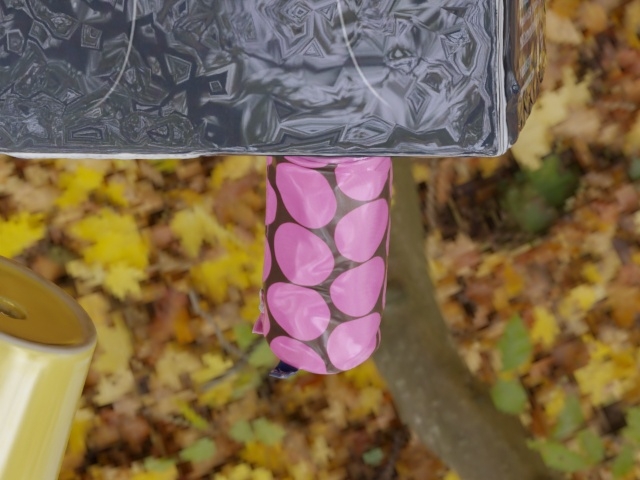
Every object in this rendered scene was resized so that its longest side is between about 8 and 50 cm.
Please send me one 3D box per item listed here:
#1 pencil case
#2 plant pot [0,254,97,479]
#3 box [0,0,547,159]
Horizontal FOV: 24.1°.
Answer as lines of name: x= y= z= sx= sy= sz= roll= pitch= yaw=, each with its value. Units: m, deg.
pencil case: x=0.000 y=0.000 z=1.090 sx=0.095 sy=0.098 sz=0.209 roll=-48 pitch=151 yaw=-48
plant pot: x=-0.304 y=0.144 z=1.216 sx=0.254 sy=0.254 sz=0.239 roll=13 pitch=112 yaw=-50
box: x=-0.107 y=-0.310 z=0.912 sx=0.480 sy=0.472 sz=0.297 roll=2 pitch=-162 yaw=12
